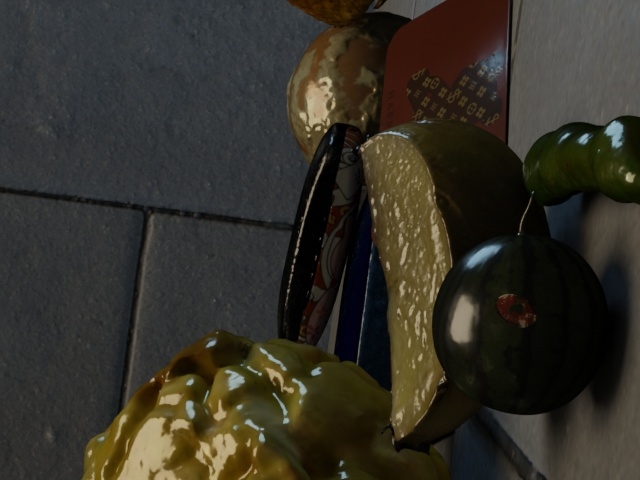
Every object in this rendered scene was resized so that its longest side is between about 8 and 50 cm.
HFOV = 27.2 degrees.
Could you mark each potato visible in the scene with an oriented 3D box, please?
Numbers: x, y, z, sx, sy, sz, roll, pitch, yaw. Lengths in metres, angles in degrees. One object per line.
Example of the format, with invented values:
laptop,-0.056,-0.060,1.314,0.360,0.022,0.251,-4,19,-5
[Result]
potato,0.111,0.022,0.915,0.098,0.138,0.243,-37,52,50

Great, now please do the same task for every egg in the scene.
egg,0.059,-0.174,1.606,0.245,0.203,0.203,-76,-3,-46

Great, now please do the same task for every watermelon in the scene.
watermelon,0.120,0.037,0.788,0.105,0.105,0.133,164,111,-87

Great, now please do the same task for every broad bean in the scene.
broad bean,0.161,-0.045,0.790,0.053,0.052,0.256,56,178,-6

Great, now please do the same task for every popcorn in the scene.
popcorn,-0.035,0.264,1.160,0.390,0.354,0.344,-16,56,42

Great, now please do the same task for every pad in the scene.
pad,0.117,-0.127,1.289,0.181,0.004,0.267,-25,50,45

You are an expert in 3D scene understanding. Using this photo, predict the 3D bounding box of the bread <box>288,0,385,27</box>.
bread,0.045,-0.439,1.482,0.398,0.215,0.398,-53,10,14

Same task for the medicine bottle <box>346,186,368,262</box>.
medicine bottle,0.062,-0.051,1.872,0.215,0.135,0.135,-91,8,-73

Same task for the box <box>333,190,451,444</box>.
box,0.082,0.078,1.432,0.261,0.116,0.279,105,174,-74

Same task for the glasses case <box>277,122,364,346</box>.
glasses case,0.000,0.000,1.475,0.103,0.067,0.266,-86,10,-74
